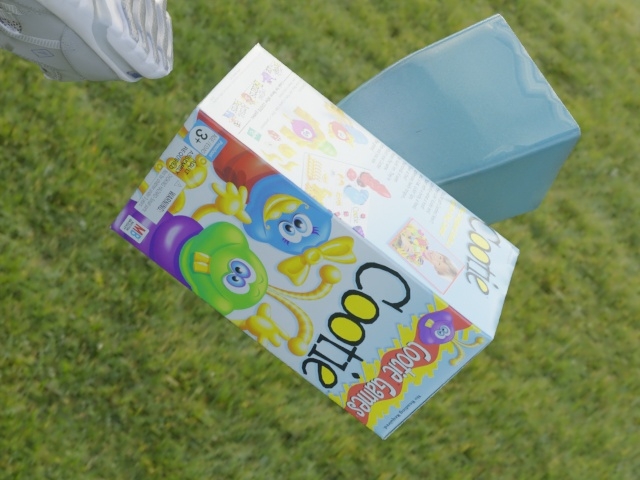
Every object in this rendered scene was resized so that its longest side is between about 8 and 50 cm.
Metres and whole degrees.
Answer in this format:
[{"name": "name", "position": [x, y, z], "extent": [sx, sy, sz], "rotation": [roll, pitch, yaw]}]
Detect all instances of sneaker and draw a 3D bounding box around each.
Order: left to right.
[{"name": "sneaker", "position": [-0.201, -0.168, 0.754], "extent": [0.281, 0.115, 0.105], "rotation": [48, 32, -58]}]

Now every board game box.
[{"name": "board game box", "position": [0.000, 0.000, 0.949], "extent": [0.275, 0.142, 0.144], "rotation": [38, 33, -4]}]

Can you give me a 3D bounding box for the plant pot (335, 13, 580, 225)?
[{"name": "plant pot", "position": [0.112, -0.095, 1.252], "extent": [0.234, 0.165, 0.165], "rotation": [-22, 68, -17]}]
